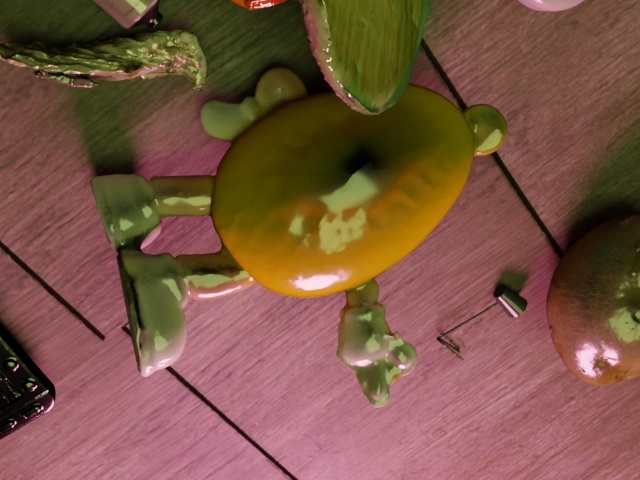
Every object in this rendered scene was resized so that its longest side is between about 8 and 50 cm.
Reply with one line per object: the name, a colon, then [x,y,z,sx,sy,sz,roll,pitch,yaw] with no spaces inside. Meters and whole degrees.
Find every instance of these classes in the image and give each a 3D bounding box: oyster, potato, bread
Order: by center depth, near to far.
bread: [0.040,-0.261,0.816,0.045,0.301,0.301,4,125,23]
oyster: [-0.223,-0.185,0.893,0.200,0.106,0.061,-6,108,-37]
potato: [0.389,0.076,1.177,0.178,0.160,0.235,13,106,-45]

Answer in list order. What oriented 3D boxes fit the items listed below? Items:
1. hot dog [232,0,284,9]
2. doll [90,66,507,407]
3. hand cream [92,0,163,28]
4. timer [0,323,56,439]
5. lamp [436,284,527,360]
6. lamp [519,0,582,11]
hot dog: [-0.048,-0.373,0.775,0.117,0.158,0.349,9,126,27]
doll: [-0.035,-0.012,0.956,0.423,0.161,0.348,9,92,-3]
hand cream: [-0.221,-0.272,0.851,0.087,0.054,0.186,-44,115,6]
timer: [-0.411,0.151,1.035,0.144,0.055,0.187,-31,119,-1]
lamp: [0.215,0.106,1.210,0.121,0.041,0.054,-45,113,8]
lamp: [0.210,-0.329,0.899,0.246,0.108,0.179,38,90,-33]
